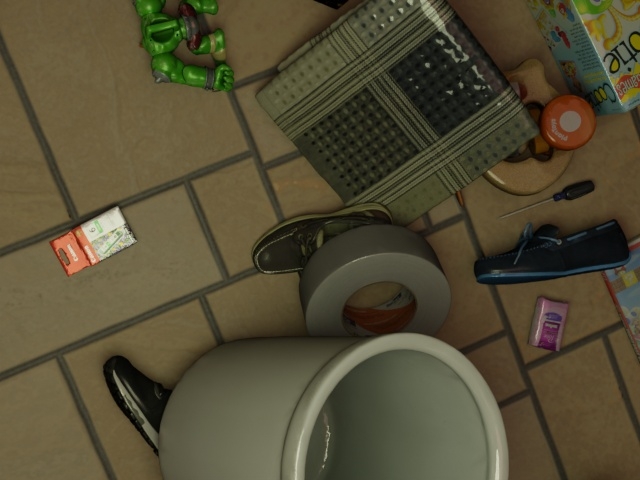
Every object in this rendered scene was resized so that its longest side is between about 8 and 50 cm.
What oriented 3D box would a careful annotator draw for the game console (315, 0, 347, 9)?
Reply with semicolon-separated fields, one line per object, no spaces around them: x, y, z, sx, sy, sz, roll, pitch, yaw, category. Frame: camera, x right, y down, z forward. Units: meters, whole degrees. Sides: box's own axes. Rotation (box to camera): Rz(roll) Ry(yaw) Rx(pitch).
-0.085;-0.505;1.533;0.361;0.044;0.213;20;88;-12;game console

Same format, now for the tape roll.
0.080;0.082;1.526;0.219;0.072;0.219;-6;129;-7;tape roll

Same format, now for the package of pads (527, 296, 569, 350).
0.367;0.135;1.661;0.050;0.032;0.083;12;91;-9;package of pads

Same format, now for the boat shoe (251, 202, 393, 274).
0.001;0.001;1.540;0.223;0.073;0.080;-16;103;5;boat shoe

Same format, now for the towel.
0.108;-0.193;1.514;0.324;0.056;0.312;-34;103;26;towel

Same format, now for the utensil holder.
0.001;0.281;1.376;0.327;0.385;0.328;2;86;-33;utensil holder

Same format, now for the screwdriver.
0.363;-0.062;1.653;0.170;0.025;0.024;-20;97;-10;screwdriver

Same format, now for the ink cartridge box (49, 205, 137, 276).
-0.335;0.002;1.516;0.115;0.029;0.063;-29;98;-9;ink cartridge box

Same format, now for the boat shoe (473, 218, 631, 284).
0.358;0.017;1.625;0.258;0.109;0.089;-7;82;-19;boat shoe

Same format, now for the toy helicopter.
0.235;-0.215;1.588;0.235;0.140;0.355;-41;89;3;toy helicopter

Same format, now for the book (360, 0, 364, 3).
0.105;-0.334;1.557;0.096;0.035;0.144;40;90;13;book

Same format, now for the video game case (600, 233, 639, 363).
0.599;0.113;1.709;0.204;0.025;0.285;-26;97;-9;video game case

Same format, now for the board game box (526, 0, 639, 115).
0.435;-0.347;1.591;0.142;0.144;0.275;-30;99;-9;board game box

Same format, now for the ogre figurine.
-0.204;-0.307;1.494;0.118;0.097;0.197;-15;107;-22;ogre figurine

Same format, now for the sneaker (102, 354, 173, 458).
-0.206;0.265;1.532;0.124;0.107;0.283;-39;106;-17;sneaker
